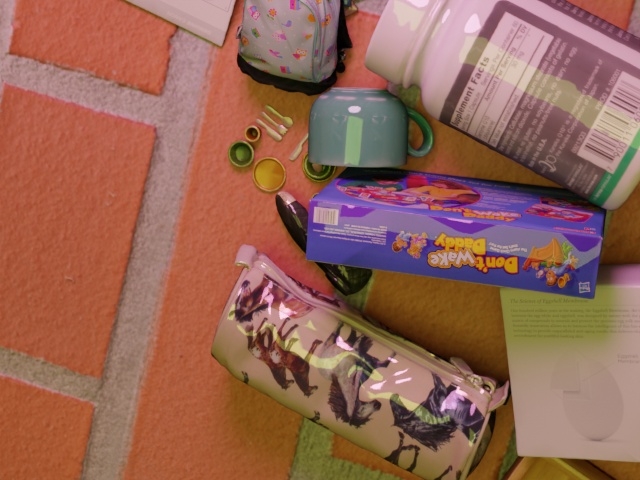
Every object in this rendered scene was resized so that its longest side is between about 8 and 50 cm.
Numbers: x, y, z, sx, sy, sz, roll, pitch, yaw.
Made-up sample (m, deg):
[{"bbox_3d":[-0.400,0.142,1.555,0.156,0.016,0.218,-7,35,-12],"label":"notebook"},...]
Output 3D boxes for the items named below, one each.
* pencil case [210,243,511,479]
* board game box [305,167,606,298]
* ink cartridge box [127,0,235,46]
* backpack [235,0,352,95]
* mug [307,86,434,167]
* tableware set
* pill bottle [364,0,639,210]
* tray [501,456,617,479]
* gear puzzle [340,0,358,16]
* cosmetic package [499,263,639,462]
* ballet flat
[{"bbox_3d":[0.044,0.165,1.850,0.410,0.160,0.184,28,114,7],"label":"pencil case"},{"bbox_3d":[0.178,-0.018,1.746,0.347,0.233,0.078,8,106,12],"label":"board game box"},{"bbox_3d":[-0.206,-0.422,1.856,0.275,0.060,0.239,27,128,7],"label":"ink cartridge box"},{"bbox_3d":[-0.035,-0.280,1.784,0.151,0.115,0.182,15,135,6],"label":"backpack"},{"bbox_3d":[0.057,-0.149,1.818,0.129,0.157,0.097,7,100,36],"label":"mug"},{"bbox_3d":[-0.047,-0.103,1.894,0.154,0.024,0.104,39,106,3],"label":"tableware set"},{"bbox_3d":[0.251,-0.204,1.712,0.361,0.204,0.204,29,105,7],"label":"pill bottle"},{"bbox_3d":[0.264,0.479,1.904,0.202,0.076,0.411,34,107,5],"label":"tray"},{"bbox_3d":[0.106,-0.424,1.788,0.339,0.044,0.175,-26,93,16],"label":"gear puzzle"},{"bbox_3d":[0.361,0.148,1.759,0.224,0.138,0.225,-1,102,30],"label":"cosmetic package"},{"bbox_3d":[0.000,0.000,1.895,0.049,0.057,0.173,-41,95,-16],"label":"ballet flat"}]
